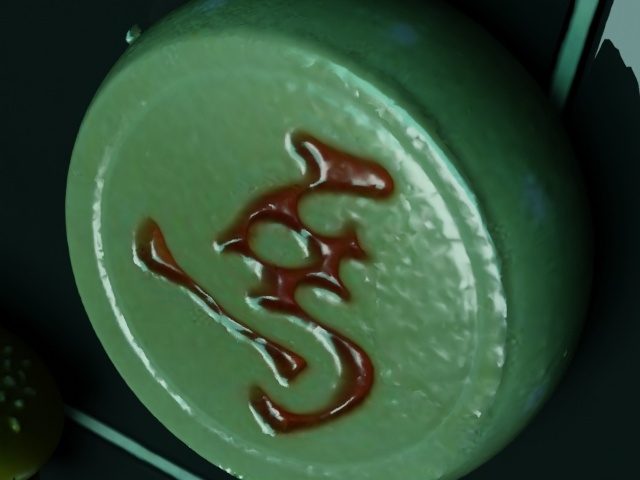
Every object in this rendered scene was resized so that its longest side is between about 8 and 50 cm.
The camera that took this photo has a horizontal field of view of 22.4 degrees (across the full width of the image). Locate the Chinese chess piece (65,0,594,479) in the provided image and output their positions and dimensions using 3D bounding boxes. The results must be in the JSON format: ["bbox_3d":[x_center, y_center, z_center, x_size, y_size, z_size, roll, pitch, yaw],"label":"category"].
[{"bbox_3d":[0.000,0.000,0.792,0.273,0.102,0.273,13,118,26],"label":"Chinese chess piece"}]

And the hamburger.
[{"bbox_3d":[-0.233,0.111,0.956,0.162,0.162,0.115,35,122,13],"label":"hamburger"}]
